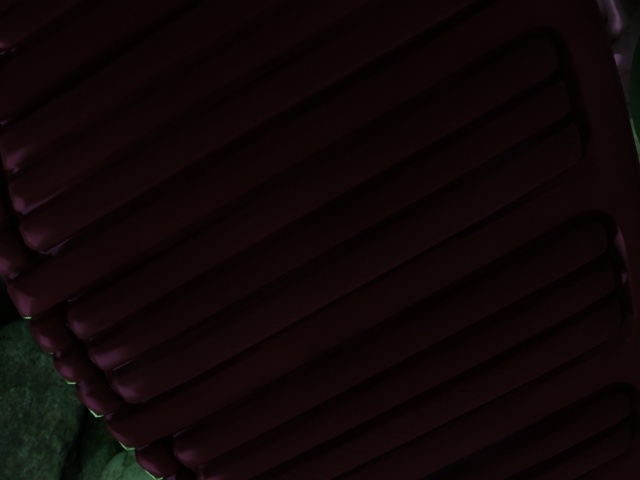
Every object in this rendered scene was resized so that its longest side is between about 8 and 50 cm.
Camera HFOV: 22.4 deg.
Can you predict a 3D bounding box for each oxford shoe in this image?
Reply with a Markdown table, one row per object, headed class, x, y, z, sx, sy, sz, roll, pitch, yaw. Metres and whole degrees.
| class | x | y | z | sx | sy | sz | roll | pitch | yaw |
| --- | --- | --- | --- | --- | --- | --- | --- | --- | --- |
| oxford shoe | -0.030 | -0.086 | 0.385 | 0.146 | 0.140 | 0.397 | -86 | -30 | -75 |

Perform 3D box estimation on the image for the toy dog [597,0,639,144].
| class | x | y | z | sx | sy | sz | roll | pitch | yaw |
| --- | --- | --- | --- | --- | --- | --- | --- | --- | --- |
| toy dog | 0.129 | 0.058 | 0.503 | 0.334 | 0.161 | 0.220 | 44 | 168 | -35 |
